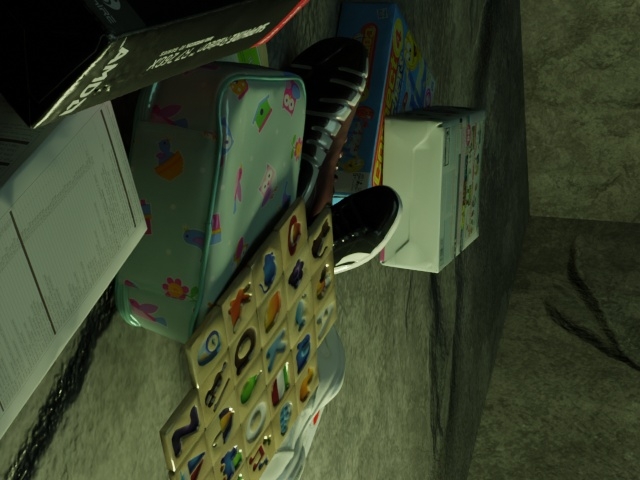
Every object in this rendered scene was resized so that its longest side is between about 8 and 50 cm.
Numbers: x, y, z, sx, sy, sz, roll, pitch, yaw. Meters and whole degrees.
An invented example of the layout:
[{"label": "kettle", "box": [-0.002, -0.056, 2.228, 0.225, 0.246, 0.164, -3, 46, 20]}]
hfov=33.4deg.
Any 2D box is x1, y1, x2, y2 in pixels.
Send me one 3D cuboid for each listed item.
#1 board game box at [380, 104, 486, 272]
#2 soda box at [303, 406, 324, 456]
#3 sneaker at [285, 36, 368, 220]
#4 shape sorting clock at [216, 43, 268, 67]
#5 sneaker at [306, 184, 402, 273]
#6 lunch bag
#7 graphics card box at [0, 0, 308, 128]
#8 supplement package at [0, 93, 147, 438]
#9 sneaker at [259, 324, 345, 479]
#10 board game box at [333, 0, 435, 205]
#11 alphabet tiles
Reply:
[{"label": "board game box", "box": [0.182, -0.092, 1.681, 0.303, 0.097, 0.224, -25, 119, -67]}, {"label": "soda box", "box": [-0.050, 0.243, 1.395, 0.074, 0.069, 0.216, 76, 27, -42]}, {"label": "sneaker", "box": [-0.009, -0.121, 1.403, 0.162, 0.106, 0.281, 71, 40, -59]}, {"label": "shape sorting clock", "box": [-0.112, -0.163, 1.156, 0.206, 0.040, 0.206, -36, 133, -51]}, {"label": "sneaker", "box": [0.000, 0.000, 1.290, 0.079, 0.216, 0.121, 56, 6, 19]}, {"label": "lunch bag", "box": [-0.102, -0.038, 1.066, 0.224, 0.107, 0.279, -24, 125, -66]}, {"label": "graphics card box", "box": [-0.153, -0.228, 0.763, 0.233, 0.094, 0.371, 50, 26, -2]}, {"label": "supplement package", "box": [-0.236, 0.008, 0.695, 0.244, 0.133, 0.139, -63, 151, -48]}, {"label": "sneaker", "box": [-0.052, 0.171, 1.302, 0.305, 0.114, 0.152, -72, 149, -44]}, {"label": "board game box", "box": [0.092, -0.170, 1.680, 0.302, 0.086, 0.308, 39, 58, -68]}, {"label": "alphabet tiles", "box": [-0.062, 0.131, 1.110, 0.342, 0.011, 0.285, -54, 151, -41]}]
